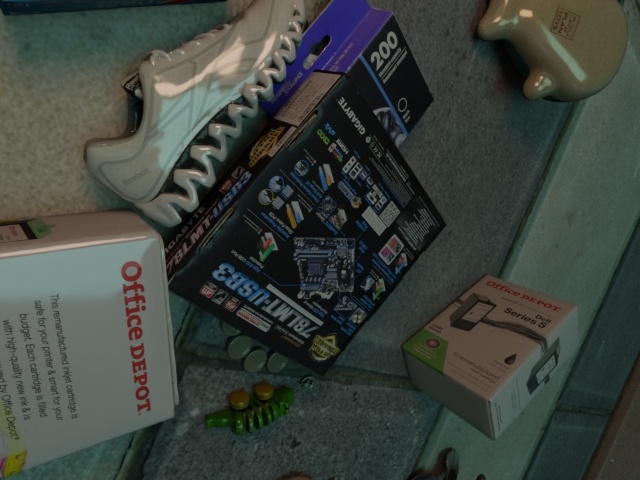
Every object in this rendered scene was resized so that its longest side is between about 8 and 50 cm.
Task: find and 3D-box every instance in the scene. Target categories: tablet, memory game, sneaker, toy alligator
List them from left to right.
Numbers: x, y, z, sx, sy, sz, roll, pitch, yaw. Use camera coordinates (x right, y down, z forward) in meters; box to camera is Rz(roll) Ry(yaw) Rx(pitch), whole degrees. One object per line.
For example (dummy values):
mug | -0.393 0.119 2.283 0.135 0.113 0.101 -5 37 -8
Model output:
sneaker | -0.119 -0.159 0.425 0.118 0.110 0.292 35 83 -30
toy alligator | -0.073 0.246 0.622 0.189 0.051 0.056 -9 111 -34
memory game | -0.057 0.108 0.613 0.186 0.012 0.186 -13 113 -33
tablet | -0.021 -0.211 0.535 0.083 0.006 0.054 0 106 -36

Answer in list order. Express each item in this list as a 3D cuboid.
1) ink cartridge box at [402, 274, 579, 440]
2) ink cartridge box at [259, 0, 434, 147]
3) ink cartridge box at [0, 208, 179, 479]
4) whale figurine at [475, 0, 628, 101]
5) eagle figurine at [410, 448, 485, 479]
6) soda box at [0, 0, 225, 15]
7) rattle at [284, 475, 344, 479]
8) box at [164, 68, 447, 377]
ink cartridge box | 0.328 0.205 0.810 0.272 0.198 0.115 -33 121 -24
ink cartridge box | 0.046 -0.191 0.561 0.206 0.045 0.208 -53 130 -7
ink cartridge box | -0.286 0.092 0.370 0.277 0.117 0.202 -10 111 -33
whale figurine | 0.383 -0.348 0.730 0.271 0.141 0.217 14 97 -14
eagle figurine | 0.257 0.640 0.944 0.298 0.225 0.227 -23 77 4
soda box | -0.173 -0.250 0.371 0.210 0.067 0.071 -23 117 -29
rattle | -0.002 0.478 0.704 0.199 0.142 0.130 26 71 -33
box | 0.000 0.000 0.539 0.293 0.073 0.295 -50 130 -3
